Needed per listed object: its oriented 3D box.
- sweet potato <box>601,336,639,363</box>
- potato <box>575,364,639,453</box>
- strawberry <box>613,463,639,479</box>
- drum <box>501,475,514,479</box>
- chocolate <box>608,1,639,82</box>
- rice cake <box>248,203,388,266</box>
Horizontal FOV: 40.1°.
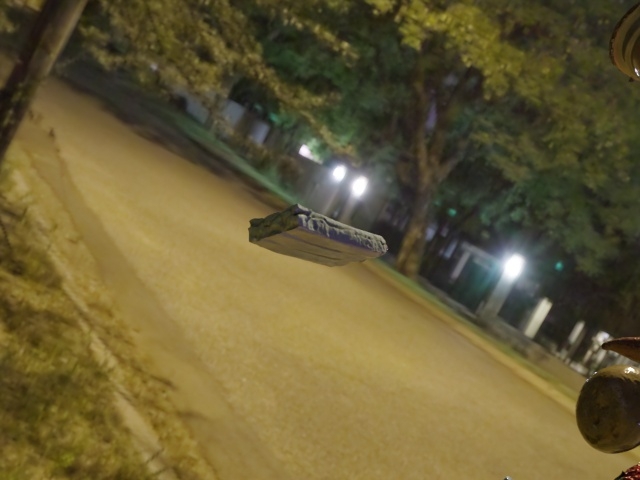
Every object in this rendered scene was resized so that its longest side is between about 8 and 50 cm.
[{"bbox_3d":[0.539,0.128,1.229,0.059,0.281,0.067,-147,-143,-81],"label":"sweet potato"},{"bbox_3d":[0.533,0.292,1.516,0.194,0.157,0.157,10,15,-34],"label":"potato"},{"bbox_3d":[0.638,0.504,1.659,0.187,0.147,0.082,3,4,2],"label":"strawberry"},{"bbox_3d":[0.257,0.515,1.526,0.130,0.253,0.049,47,7,-39],"label":"drum"},{"bbox_3d":[0.588,-0.294,1.401,0.221,0.221,0.147,24,38,-35],"label":"chocolate"},{"bbox_3d":[0.000,-0.001,1.298,0.211,0.038,0.124,16,-23,-42],"label":"rice cake"}]
